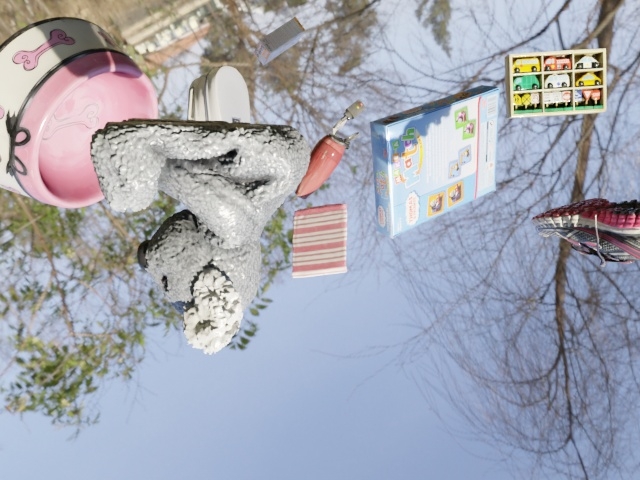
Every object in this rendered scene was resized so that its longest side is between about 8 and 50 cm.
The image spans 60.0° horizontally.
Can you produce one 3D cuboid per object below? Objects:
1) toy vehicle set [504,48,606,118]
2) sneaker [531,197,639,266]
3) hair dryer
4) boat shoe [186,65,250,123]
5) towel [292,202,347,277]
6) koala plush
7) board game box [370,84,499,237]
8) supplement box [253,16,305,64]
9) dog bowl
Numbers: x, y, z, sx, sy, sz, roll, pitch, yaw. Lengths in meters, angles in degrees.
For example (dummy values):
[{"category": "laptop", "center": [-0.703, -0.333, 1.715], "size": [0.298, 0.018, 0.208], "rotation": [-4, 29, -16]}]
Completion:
[{"category": "toy vehicle set", "center": [0.631, -0.420, 1.489], "size": [0.266, 0.166, 0.035], "rotation": [-5, -175, -4]}, {"category": "sneaker", "center": [0.503, -0.011, 1.005], "size": [0.120, 0.112, 0.299], "rotation": [-17, -169, -17]}, {"category": "hair dryer", "center": [0.035, -0.226, 1.519], "size": [0.080, 0.224, 0.293], "rotation": [38, -107, 12]}, {"category": "boat shoe", "center": [-0.151, -0.120, 0.812], "size": [0.084, 0.258, 0.095], "rotation": [-6, 169, 35]}, {"category": "towel", "center": [0.000, 0.000, 1.412], "size": [0.144, 0.029, 0.197], "rotation": [-7, -116, 17]}, {"category": "koala plush", "center": [-0.112, -0.010, 0.574], "size": [0.203, 0.221, 0.196], "rotation": [0, -167, -10]}, {"category": "board game box", "center": [0.165, -0.114, 0.778], "size": [0.211, 0.160, 0.039], "rotation": [-24, -147, -28]}, {"category": "supplement box", "center": [-0.086, -0.415, 1.156], "size": [0.098, 0.036, 0.062], "rotation": [-40, -172, -19]}, {"category": "dog bowl", "center": [-0.521, -0.250, 1.191], "size": [0.150, 0.408, 0.408], "rotation": [32, -126, 14]}]
